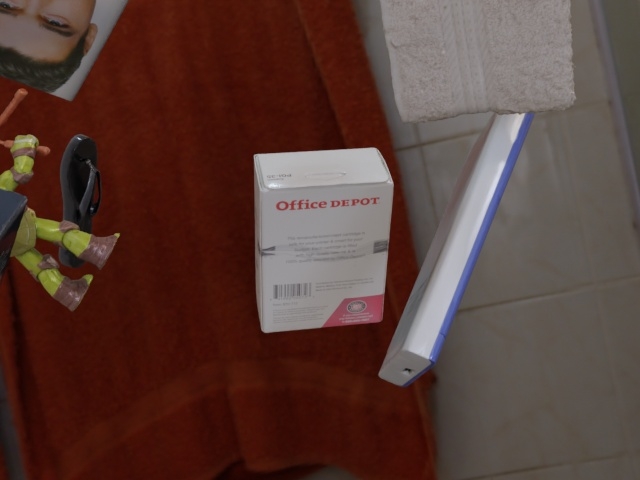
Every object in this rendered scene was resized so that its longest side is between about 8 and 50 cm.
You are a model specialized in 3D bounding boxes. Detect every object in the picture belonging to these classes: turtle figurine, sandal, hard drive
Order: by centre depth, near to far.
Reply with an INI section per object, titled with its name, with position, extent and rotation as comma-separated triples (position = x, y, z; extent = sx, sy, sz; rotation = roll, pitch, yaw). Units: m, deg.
[hard drive]
position = 0.157, 0.007, 1.091
extent = 0.040, 0.318, 0.210
rotation = 23, -16, 2
[turtle figurine]
position = -0.355, -0.024, 1.106
extent = 0.217, 0.269, 0.087
rotation = 31, 4, -14
[sandal]
position = -0.435, -0.072, 1.726
extent = 0.054, 0.254, 0.097
rotation = 12, 19, 16

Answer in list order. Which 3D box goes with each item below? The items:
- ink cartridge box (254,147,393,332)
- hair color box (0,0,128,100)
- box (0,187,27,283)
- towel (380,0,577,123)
[ink cartridge box]
position = 0.000, 0.000, 1.502
extent = 0.207, 0.283, 0.117
rotation = -4, 36, -9
[hair color box]
position = -0.303, -0.349, 1.084
extent = 0.185, 0.113, 0.374
rotation = 18, -44, -28
[box]
position = -0.381, 0.037, 0.856
extent = 0.153, 0.207, 0.108
rotation = 20, 25, -10
[towel]
position = 0.151, -0.251, 0.912
extent = 0.187, 0.282, 0.049
rotation = -2, 28, 18
